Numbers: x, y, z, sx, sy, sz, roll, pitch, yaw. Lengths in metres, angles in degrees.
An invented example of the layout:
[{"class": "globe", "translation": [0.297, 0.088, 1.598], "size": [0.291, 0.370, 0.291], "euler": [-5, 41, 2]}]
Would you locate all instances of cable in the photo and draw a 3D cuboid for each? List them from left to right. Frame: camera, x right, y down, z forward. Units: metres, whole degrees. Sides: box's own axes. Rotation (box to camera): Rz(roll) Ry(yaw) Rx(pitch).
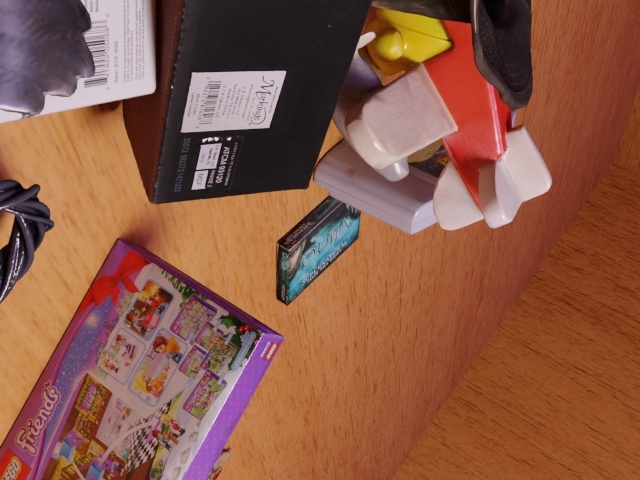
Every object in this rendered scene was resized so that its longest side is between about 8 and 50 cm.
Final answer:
[{"class": "cable", "translation": [-0.275, 0.021, 0.605], "size": [0.184, 0.047, 0.150], "euler": [-24, 137, -56]}]

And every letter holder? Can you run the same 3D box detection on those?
[{"class": "letter holder", "translation": [-0.078, -0.214, 0.665], "size": [0.152, 0.214, 0.301], "euler": [-8, 142, -26]}]

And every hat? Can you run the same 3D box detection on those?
[{"class": "hat", "translation": [0.090, -0.266, 0.660], "size": [0.331, 0.134, 0.331], "euler": [-3, 90, -70]}]

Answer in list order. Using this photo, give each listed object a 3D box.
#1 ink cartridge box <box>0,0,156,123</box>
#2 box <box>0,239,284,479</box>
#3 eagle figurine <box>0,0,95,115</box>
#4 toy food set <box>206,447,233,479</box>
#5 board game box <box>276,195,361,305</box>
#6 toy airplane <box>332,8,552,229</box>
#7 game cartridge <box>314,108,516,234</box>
[{"class": "ink cartridge box", "translation": [-0.205, -0.160, 0.517], "size": [0.208, 0.087, 0.153], "euler": [-28, 129, -55]}, {"class": "box", "translation": [-0.192, 0.173, 0.820], "size": [0.293, 0.201, 0.057], "euler": [-60, 156, 1]}, {"class": "eagle figurine", "translation": [-0.269, -0.095, 0.316], "size": [0.298, 0.226, 0.225], "euler": [17, 78, -73]}, {"class": "toy food set", "translation": [-0.187, 0.374, 1.294], "size": [0.078, 0.019, 0.122], "euler": [-63, 164, 6]}, {"class": "board game box", "translation": [0.000, 0.000, 1.231], "size": [0.186, 0.026, 0.126], "euler": [-43, 152, -34]}, {"class": "toy airplane", "translation": [0.125, -0.190, 0.957], "size": [0.386, 0.273, 0.384], "euler": [45, 49, -57]}, {"class": "game cartridge", "translation": [0.154, -0.133, 1.178], "size": [0.294, 0.196, 0.060], "euler": [-44, 152, -34]}]
